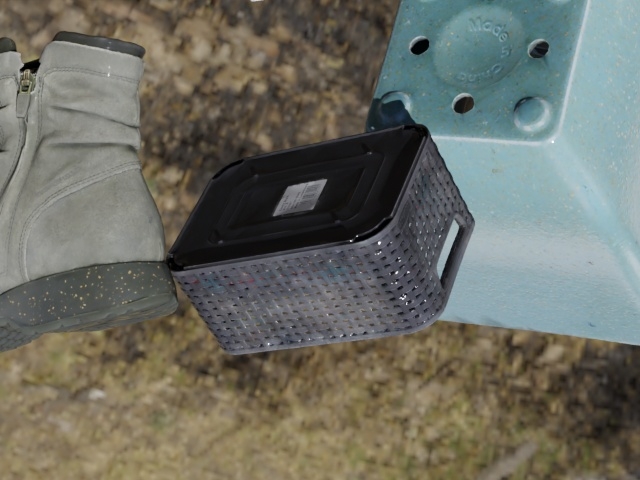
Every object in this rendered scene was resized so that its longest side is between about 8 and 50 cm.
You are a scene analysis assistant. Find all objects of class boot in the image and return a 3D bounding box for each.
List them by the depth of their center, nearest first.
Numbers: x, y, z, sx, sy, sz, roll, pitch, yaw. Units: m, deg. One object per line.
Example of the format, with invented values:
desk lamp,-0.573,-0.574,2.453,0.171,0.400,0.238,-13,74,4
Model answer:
boot,-0.192,-0.018,0.774,0.246,0.161,0.083,-13,172,20

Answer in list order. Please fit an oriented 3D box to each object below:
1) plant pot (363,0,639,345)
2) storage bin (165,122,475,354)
plant pot,0.160,-0.088,1.080,0.248,0.247,0.252,6,158,28
storage bin,0.000,0.000,0.956,0.180,0.122,0.084,-10,126,32
